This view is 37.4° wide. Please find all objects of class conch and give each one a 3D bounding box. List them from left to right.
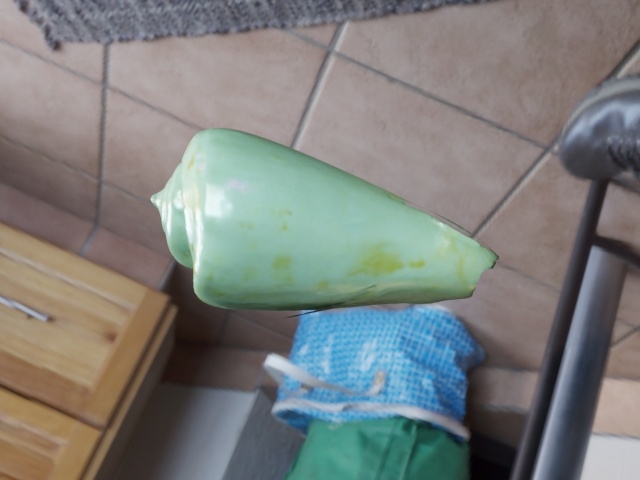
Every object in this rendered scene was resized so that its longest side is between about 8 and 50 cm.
[{"bbox_3d":[-0.007,-0.005,0.743,0.251,0.137,0.143,9,140,-16],"label":"conch"}]
